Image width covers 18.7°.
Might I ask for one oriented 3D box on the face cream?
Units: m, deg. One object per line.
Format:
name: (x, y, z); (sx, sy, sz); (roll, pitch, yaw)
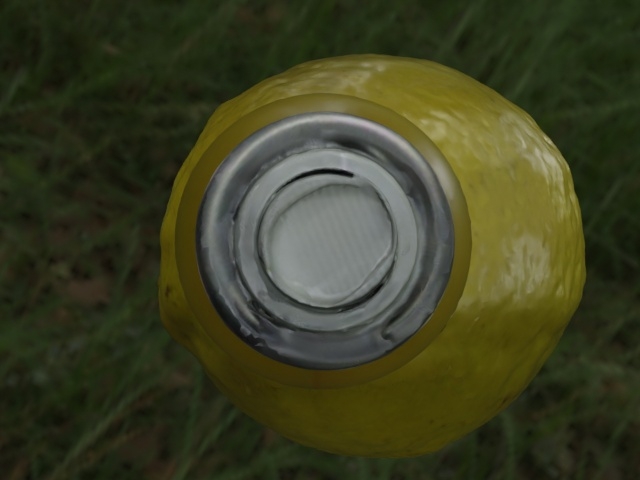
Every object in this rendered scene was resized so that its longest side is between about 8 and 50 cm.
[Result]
face cream: (0.000, 0.000, 0.758); (0.105, 0.105, 0.349); (30, 0, 0)

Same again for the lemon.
lemon: (0.033, 0.012, 1.273); (0.285, 0.285, 0.316); (30, 38, 1)
